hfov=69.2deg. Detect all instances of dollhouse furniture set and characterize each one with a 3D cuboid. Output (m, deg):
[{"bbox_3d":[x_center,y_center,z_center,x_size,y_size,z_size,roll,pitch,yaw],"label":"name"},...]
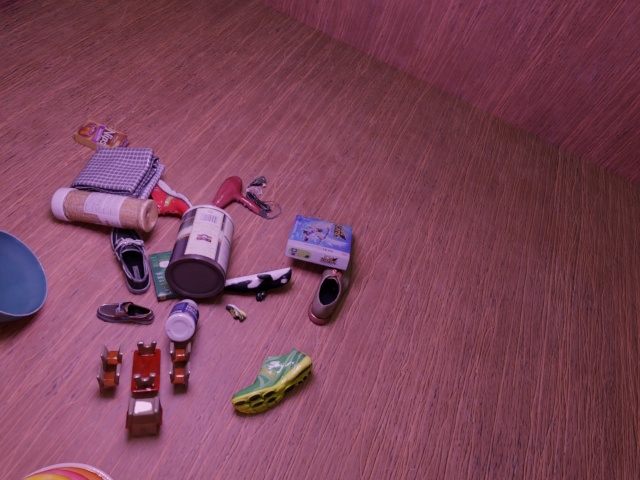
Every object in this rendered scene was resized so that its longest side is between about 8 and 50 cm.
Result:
[{"bbox_3d":[-0.534,0.441,1.414,0.261,0.135,0.259,2,43,-17],"label":"dollhouse furniture set"}]

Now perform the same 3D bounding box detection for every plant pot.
[{"bbox_3d":[-1.018,0.135,1.397,0.195,0.290,0.290,-27,60,8],"label":"plant pot"}]

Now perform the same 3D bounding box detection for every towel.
[{"bbox_3d":[-0.776,-0.252,1.785,0.283,0.121,0.235,4,49,11],"label":"towel"}]

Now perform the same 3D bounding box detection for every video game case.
[{"bbox_3d":[0.000,0.000,1.858,0.244,0.061,0.270,14,29,-1],"label":"video game case"}]

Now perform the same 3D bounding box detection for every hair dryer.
[{"bbox_3d":[-0.324,-0.181,1.951,0.293,0.080,0.224,-14,60,-26],"label":"hair dryer"}]

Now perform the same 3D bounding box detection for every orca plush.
[{"bbox_3d":[-0.239,0.176,1.702,0.287,0.151,0.102,-11,90,-28],"label":"orca plush"}]

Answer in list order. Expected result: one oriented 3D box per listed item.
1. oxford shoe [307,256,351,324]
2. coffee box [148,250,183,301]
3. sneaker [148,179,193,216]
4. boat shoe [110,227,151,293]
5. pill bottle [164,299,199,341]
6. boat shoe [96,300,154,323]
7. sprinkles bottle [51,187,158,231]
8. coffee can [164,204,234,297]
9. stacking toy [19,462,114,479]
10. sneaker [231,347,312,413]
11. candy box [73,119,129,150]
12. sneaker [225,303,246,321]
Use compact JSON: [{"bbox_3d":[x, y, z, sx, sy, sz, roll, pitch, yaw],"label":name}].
[{"bbox_3d":[0.060,0.156,1.790,0.122,0.130,0.348,22,51,0],"label":"oxford shoe"},{"bbox_3d":[-0.549,0.125,1.674,0.113,0.040,0.184,-11,58,-26],"label":"coffee box"},{"bbox_3d":[-0.596,-0.130,1.823,0.279,0.107,0.118,32,56,20],"label":"sneaker"},{"bbox_3d":[-0.681,0.040,1.654,0.113,0.105,0.307,-9,58,-24],"label":"boat shoe"},{"bbox_3d":[-0.451,0.256,1.531,0.094,0.094,0.169,11,12,-10],"label":"pill bottle"},{"bbox_3d":[-0.648,0.232,1.546,0.183,0.066,0.066,7,53,-13],"label":"boat shoe"},{"bbox_3d":[-0.773,-0.112,1.670,0.355,0.121,0.121,8,51,8],"label":"sprinkles bottle"},{"bbox_3d":[-0.421,0.036,1.653,0.201,0.202,0.276,10,42,-10],"label":"coffee can"},{"bbox_3d":[-0.615,0.628,0.995,0.350,0.480,0.351,8,53,-11],"label":"stacking toy"},{"bbox_3d":[-0.165,0.459,1.527,0.295,0.110,0.123,-26,43,-30],"label":"sneaker"},{"bbox_3d":[-0.922,-0.430,1.962,0.186,0.053,0.109,24,50,-2],"label":"candy box"},{"bbox_3d":[-0.306,0.259,1.659,0.083,0.031,0.035,28,51,4],"label":"sneaker"}]
